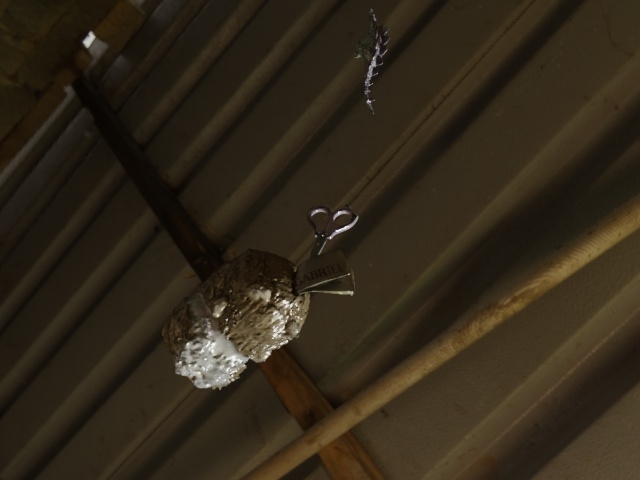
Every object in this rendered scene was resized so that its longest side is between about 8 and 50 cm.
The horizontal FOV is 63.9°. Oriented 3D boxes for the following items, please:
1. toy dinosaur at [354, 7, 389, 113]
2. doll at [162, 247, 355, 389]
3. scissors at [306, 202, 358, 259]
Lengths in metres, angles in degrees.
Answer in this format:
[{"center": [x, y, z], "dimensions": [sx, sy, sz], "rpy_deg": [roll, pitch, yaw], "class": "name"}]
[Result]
[{"center": [0.096, -0.344, 0.971], "dimensions": [0.082, 0.039, 0.209], "rpy_deg": [171, -77, -66], "class": "toy dinosaur"}, {"center": [-0.072, 0.068, 0.541], "dimensions": [0.221, 0.105, 0.115], "rpy_deg": [-37, -161, 15], "class": "doll"}, {"center": [0.000, 0.000, 0.916], "dimensions": [0.100, 0.015, 0.189], "rpy_deg": [7, -132, 21], "class": "scissors"}]
